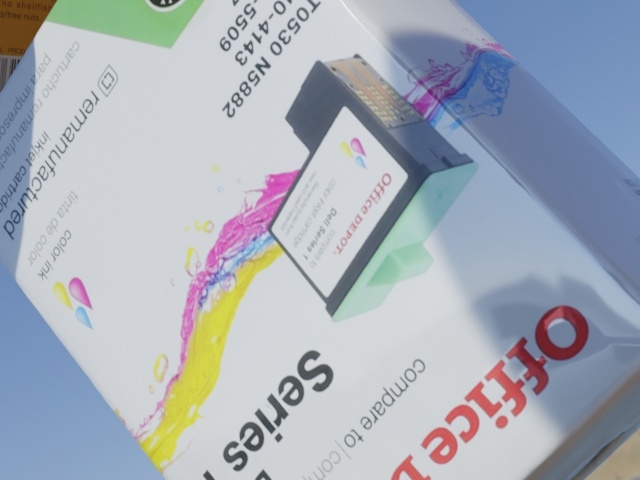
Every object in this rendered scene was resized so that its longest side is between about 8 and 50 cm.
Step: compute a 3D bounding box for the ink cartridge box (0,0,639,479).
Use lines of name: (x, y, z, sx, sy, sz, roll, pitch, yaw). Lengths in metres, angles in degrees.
ink cartridge box: (0.000, 0.000, 0.502, 0.201, 0.278, 0.117, -51, -22, 24)

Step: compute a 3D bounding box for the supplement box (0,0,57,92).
supplement box: (-0.189, -0.162, 0.670, 0.078, 0.233, 0.080, 17, 12, 42)
